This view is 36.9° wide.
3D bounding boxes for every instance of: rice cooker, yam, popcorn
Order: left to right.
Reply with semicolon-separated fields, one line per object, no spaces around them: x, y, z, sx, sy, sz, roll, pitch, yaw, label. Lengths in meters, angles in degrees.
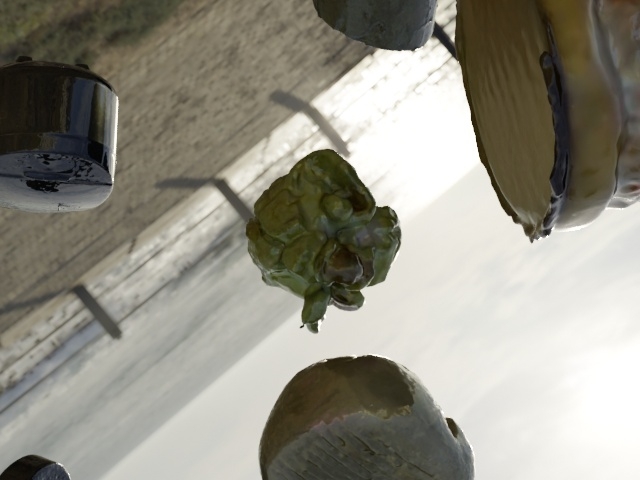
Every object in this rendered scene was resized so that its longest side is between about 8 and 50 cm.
-0.212;-0.077;0.733;0.112;0.106;0.165;4;176;-22;rice cooker
0.000;0.000;0.874;0.136;0.162;0.141;-5;-176;36;popcorn
0.071;-0.361;1.081;0.161;0.161;0.268;-38;147;-39;yam

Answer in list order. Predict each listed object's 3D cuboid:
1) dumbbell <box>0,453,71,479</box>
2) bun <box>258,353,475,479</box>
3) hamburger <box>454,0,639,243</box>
-0.221;0.279;0.918;0.100;0.191;0.100;-44;141;-51;dumbbell
0.047;0.184;0.836;0.178;0.193;0.128;-49;-168;30;bun
0.230;-0.146;0.767;0.187;0.260;0.302;-12;171;-1;hamburger
